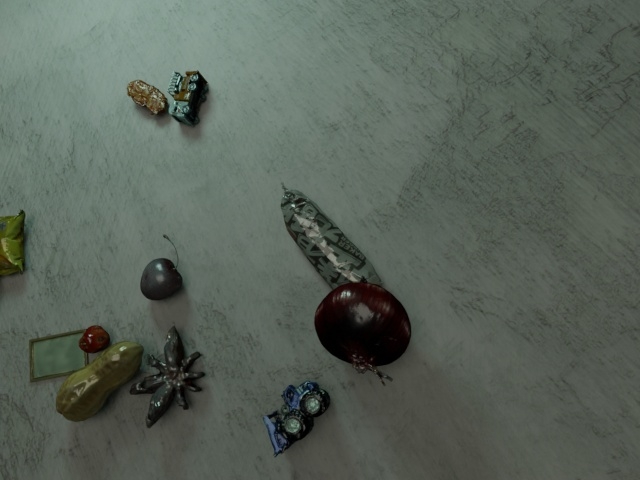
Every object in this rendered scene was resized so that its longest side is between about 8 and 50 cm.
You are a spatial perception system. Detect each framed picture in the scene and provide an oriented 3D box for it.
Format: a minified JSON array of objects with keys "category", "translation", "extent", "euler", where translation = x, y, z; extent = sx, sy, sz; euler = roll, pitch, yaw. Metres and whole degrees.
[{"category":"framed picture","translation":[-0.840,0.369,1.489],"extent":[0.201,0.010,0.136],"euler":[-12,76,6]}]

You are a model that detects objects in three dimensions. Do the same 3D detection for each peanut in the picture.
[{"category":"peanut","translation":[-0.656,0.413,1.381],"extent":[0.313,0.149,0.149],"euler":[-38,75,-1]}]

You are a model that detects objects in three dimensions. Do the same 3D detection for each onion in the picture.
[{"category":"onion","translation":[0.109,0.252,1.225],"extent":[0.273,0.273,0.285],"euler":[2,47,9]}]

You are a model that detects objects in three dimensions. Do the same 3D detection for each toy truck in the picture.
[{"category":"toy truck","translation":[-0.466,-0.489,1.592],"extent":[0.115,0.080,0.177],"euler":[9,78,16]},{"category":"toy truck","translation":[-0.074,0.486,1.290],"extent":[0.126,0.113,0.208],"euler":[37,84,15]}]

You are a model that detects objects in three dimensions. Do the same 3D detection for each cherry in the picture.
[{"category":"cherry","translation":[-0.514,0.102,1.458],"extent":[0.188,0.115,0.148],"euler":[51,128,23]}]

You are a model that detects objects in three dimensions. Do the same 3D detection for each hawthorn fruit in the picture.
[{"category":"hawthorn fruit","translation":[-0.706,0.309,1.440],"extent":[0.093,0.093,0.093],"euler":[-2,77,8]}]

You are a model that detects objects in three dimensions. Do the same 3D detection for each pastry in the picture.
[{"category":"pastry","translation":[-0.598,-0.500,1.627],"extent":[0.169,0.063,0.087],"euler":[38,94,10]}]

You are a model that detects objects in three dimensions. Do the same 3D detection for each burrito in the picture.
[{"category":"burrito","translation":[0.000,0.000,1.398],"extent":[0.139,0.101,0.445],"euler":[-42,76,3]}]

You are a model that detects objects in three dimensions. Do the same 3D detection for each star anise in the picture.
[{"category":"star anise","translation":[-0.453,0.412,1.369],"extent":[0.198,0.110,0.257],"euler":[37,79,15]}]

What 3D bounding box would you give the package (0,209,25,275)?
[{"category":"package","translation":[-1.065,0.016,1.560],"extent":[0.168,0.090,0.226],"euler":[-11,80,9]}]
